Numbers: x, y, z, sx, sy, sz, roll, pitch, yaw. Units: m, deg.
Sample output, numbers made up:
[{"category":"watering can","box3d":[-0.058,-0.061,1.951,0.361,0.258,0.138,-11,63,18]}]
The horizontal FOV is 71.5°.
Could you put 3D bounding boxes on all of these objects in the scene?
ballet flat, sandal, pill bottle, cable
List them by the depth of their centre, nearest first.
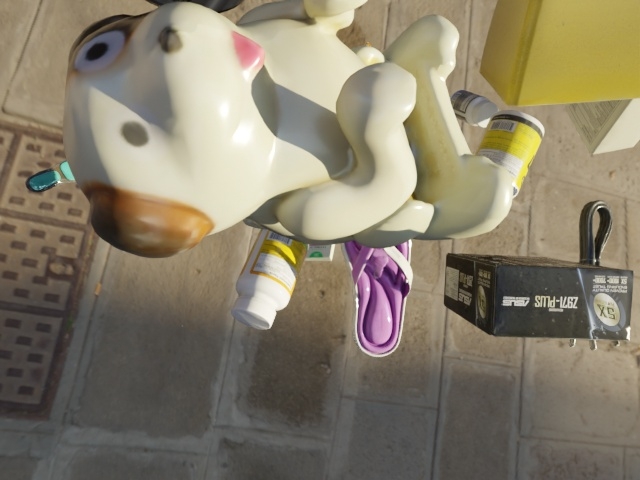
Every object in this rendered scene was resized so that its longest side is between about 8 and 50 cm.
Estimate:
[{"category":"cable","box3d":[0.506,0.066,0.859,0.139,0.072,0.288,1,78,-11]},{"category":"pill bottle","box3d":[0.384,-0.160,0.959,0.119,0.119,0.209,27,85,-11]},{"category":"sandal","box3d":[0.144,0.079,1.039,0.169,0.102,0.417,-8,100,-5]},{"category":"pill bottle","box3d":[-0.127,0.088,1.104,0.136,0.136,0.246,27,57,-11]},{"category":"pill bottle","box3d":[0.412,-0.356,1.205,0.078,0.137,0.078,-9,121,-14]},{"category":"ballet flat","box3d":[-0.805,-0.202,1.372,0.203,0.074,0.074,-35,91,-40]}]

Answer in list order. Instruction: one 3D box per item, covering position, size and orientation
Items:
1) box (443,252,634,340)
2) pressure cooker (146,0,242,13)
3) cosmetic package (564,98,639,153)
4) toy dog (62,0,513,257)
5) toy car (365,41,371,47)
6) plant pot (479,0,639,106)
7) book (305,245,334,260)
[{"category":"box","box3d":[0.249,0.062,0.546,0.147,0.180,0.078,2,92,-1]},{"category":"pressure cooker","box3d":[-0.181,-0.614,0.682,0.369,0.420,0.376,-32,103,-33]},{"category":"cosmetic package","box3d":[0.671,-0.351,0.960,0.113,0.309,0.160,-10,63,0]},{"category":"toy dog","box3d":[-0.053,-0.120,0.489,0.407,0.395,0.285,-2,82,-45]},{"category":"toy car","box3d":[0.116,-0.552,1.357,0.040,0.060,0.122,40,56,-41]},{"category":"plant pot","box3d":[0.348,-0.308,0.593,0.212,0.212,0.187,-1,123,8]},{"category":"book","box3d":[0.000,0.000,1.455,0.096,0.035,0.144,-1,57,19]}]
